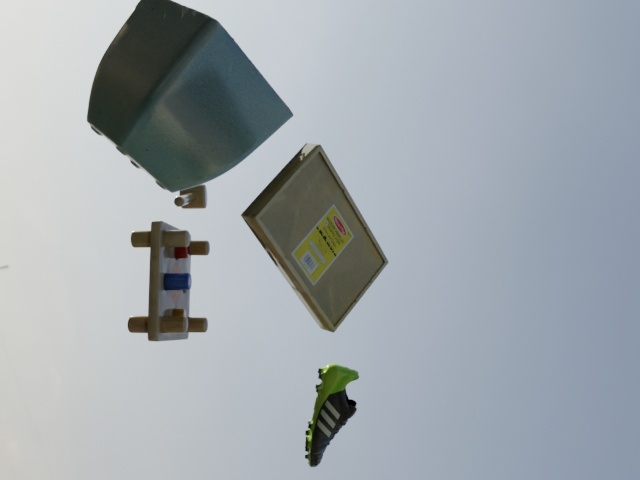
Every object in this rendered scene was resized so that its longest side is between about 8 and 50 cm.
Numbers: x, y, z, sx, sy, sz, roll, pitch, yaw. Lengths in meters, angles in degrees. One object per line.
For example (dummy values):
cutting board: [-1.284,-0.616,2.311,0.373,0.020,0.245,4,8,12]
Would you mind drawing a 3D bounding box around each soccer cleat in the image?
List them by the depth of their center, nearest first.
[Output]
soccer cleat: [0.018,0.285,1.178,0.060,0.072,0.179,-92,-166,-78]

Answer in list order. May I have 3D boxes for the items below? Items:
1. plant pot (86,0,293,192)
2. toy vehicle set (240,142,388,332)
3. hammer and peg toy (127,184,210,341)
plant pot: [-0.253,-0.235,1.281,0.252,0.247,0.247,-50,-133,-5]
toy vehicle set: [0.000,0.000,1.182,0.035,0.166,0.267,12,-37,47]
hammer and peg toy: [-0.335,0.042,1.637,0.266,0.127,0.362,50,40,-83]
